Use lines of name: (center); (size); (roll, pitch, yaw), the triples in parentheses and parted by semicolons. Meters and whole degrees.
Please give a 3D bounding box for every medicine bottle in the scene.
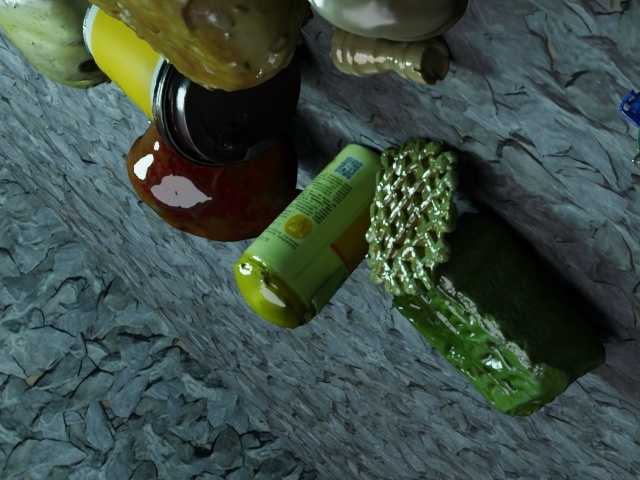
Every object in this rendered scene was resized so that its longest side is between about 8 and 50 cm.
medicine bottle: (0.000, 0.000, 2.061); (0.124, 0.239, 0.124); (39, 165, 12)

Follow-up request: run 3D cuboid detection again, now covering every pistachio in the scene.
pistachio: (0.048, -0.268, 1.511); (0.137, 0.153, 0.238); (89, 158, -54)

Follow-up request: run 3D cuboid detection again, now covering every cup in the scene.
cup: (-0.159, -0.215, 2.010); (0.280, 0.196, 0.196); (37, 164, 45)

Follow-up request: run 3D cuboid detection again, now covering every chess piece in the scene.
chess piece: (0.076, -0.194, 1.751); (0.122, 0.066, 0.066); (18, 151, 40)

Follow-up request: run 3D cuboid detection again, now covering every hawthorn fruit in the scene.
hawthorn fruit: (-0.116, -0.095, 2.162); (0.248, 0.208, 0.208); (28, 159, 20)

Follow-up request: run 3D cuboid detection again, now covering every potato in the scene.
potato: (-0.344, -0.305, 2.239); (0.192, 0.141, 0.296); (19, 155, 15)

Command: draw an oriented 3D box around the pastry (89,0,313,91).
pastry: (-0.136, -0.301, 1.734); (0.316, 0.184, 0.284); (37, 169, 3)

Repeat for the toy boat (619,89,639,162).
toy boat: (0.299, -0.099, 1.416); (0.091, 0.110, 0.175); (41, 160, 3)

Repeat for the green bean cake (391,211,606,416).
green bean cake: (0.212, 0.096, 2.022); (0.248, 0.125, 0.222); (41, 162, 3)

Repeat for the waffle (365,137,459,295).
waffle: (0.104, -0.027, 1.925); (0.036, 0.183, 0.169); (6, 180, -29)
